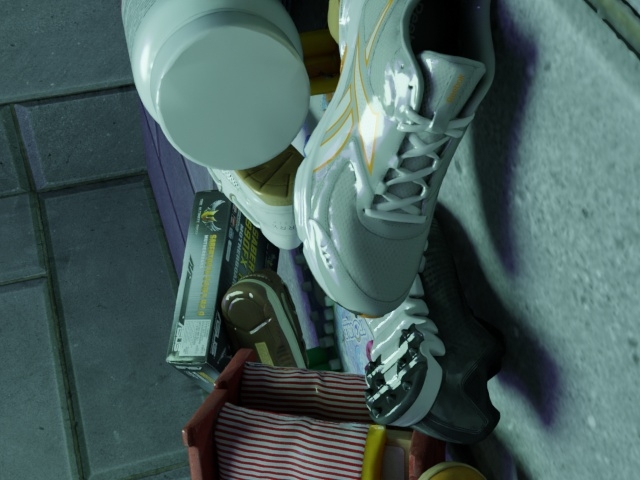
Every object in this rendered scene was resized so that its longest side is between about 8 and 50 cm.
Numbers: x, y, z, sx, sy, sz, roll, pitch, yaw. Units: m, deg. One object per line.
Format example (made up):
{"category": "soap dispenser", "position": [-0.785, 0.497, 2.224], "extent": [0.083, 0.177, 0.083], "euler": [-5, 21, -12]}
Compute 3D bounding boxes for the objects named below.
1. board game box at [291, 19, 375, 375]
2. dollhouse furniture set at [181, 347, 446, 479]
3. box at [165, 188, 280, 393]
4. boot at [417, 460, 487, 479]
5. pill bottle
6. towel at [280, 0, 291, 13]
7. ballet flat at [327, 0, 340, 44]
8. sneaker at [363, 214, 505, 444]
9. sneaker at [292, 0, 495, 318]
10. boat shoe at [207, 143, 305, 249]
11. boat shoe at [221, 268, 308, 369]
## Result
{"category": "board game box", "position": [0.000, 0.000, 1.024], "extent": [0.390, 0.050, 0.390], "euler": [144, 114, -74]}
{"category": "dollhouse furniture set", "position": [0.014, 0.295, 0.810], "extent": [0.152, 0.201, 0.374], "euler": [-58, -34, -63]}
{"category": "box", "position": [-0.119, 0.077, 1.138], "extent": [0.183, 0.056, 0.231], "euler": [56, -144, -58]}
{"category": "boot", "position": [0.162, 0.303, 0.585], "extent": [0.211, 0.104, 0.295], "euler": [174, 80, -70]}
{"category": "pill bottle", "position": [-0.107, -0.190, 0.862], "extent": [0.283, 0.160, 0.160], "euler": [-114, 18, -55]}
{"category": "towel", "position": [-0.065, -0.367, 1.016], "extent": [0.285, 0.034, 0.209], "euler": [97, 159, -46]}
{"category": "ballet flat", "position": [0.039, -0.227, 0.645], "extent": [0.232, 0.080, 0.073], "euler": [80, 174, -47]}
{"category": "sneaker", "position": [0.088, 0.064, 0.675], "extent": [0.078, 0.106, 0.234], "euler": [-47, 23, 31]}
{"category": "sneaker", "position": [0.054, -0.075, 0.578], "extent": [0.121, 0.099, 0.262], "euler": [-167, 83, -65]}
{"category": "boat shoe", "position": [-0.085, -0.087, 0.978], "extent": [0.277, 0.098, 0.096], "euler": [-121, 24, -48]}
{"category": "boat shoe", "position": [-0.048, 0.155, 1.103], "extent": [0.095, 0.095, 0.257], "euler": [-55, -40, -61]}
